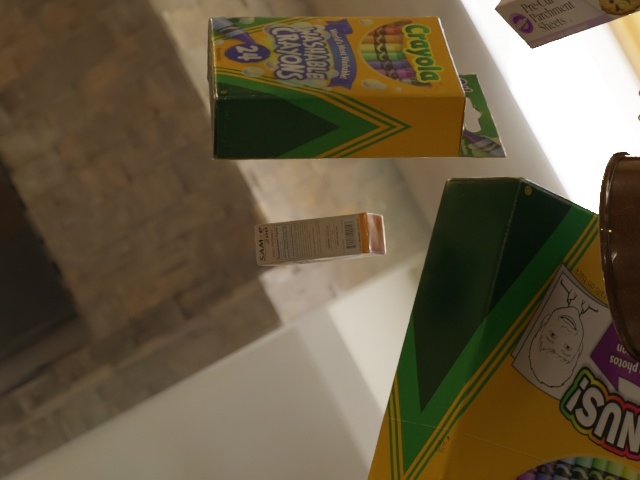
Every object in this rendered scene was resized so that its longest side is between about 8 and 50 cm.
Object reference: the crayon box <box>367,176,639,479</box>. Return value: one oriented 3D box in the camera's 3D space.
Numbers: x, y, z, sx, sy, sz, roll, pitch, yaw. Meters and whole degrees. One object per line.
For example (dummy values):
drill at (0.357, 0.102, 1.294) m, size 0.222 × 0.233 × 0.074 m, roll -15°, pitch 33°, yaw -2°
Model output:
crayon box at (0.230, 0.150, 1.437) m, size 0.363 × 0.313 × 0.106 m, roll 22°, pitch -12°, yaw -35°

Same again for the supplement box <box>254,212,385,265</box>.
supplement box at (0.000, 0.000, 1.382) m, size 0.098 × 0.036 × 0.062 m, roll -6°, pitch -3°, yaw 16°

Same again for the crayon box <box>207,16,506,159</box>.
crayon box at (0.037, -0.174, 1.831) m, size 0.323 × 0.083 × 0.203 m, roll 0°, pitch 33°, yaw -6°

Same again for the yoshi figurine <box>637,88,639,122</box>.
yoshi figurine at (0.521, -0.071, 1.764) m, size 0.203 × 0.362 × 0.203 m, roll -28°, pitch -18°, yaw -39°

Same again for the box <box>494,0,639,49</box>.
box at (0.292, -0.257, 1.561) m, size 0.063 × 0.067 × 0.324 m, roll -52°, pitch 19°, yaw -24°

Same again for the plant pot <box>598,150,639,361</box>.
plant pot at (0.316, 0.005, 1.245) m, size 0.165 × 0.167 × 0.167 m, roll -6°, pitch 8°, yaw 26°
